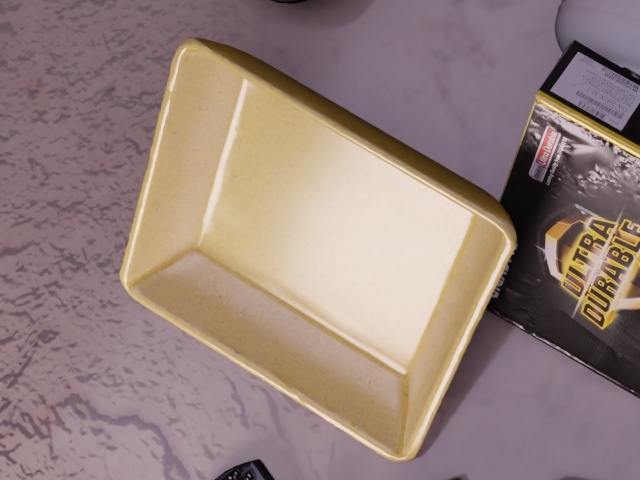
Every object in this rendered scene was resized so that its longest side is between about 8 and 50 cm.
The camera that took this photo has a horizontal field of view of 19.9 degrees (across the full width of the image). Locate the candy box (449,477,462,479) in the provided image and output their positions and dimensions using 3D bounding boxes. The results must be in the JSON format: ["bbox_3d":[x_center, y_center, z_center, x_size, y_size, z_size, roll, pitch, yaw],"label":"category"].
[{"bbox_3d":[0.108,0.323,1.670,0.109,0.053,0.187,-22,81,10],"label":"candy box"}]

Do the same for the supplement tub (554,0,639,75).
[{"bbox_3d":[0.338,-0.230,1.570,0.228,0.228,0.316,22,91,12],"label":"supplement tub"}]

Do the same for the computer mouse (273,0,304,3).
[{"bbox_3d":[-0.067,-0.321,1.741,0.272,0.072,0.188,41,97,23],"label":"computer mouse"}]

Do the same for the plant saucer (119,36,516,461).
[{"bbox_3d":[0.000,0.000,1.627,0.332,0.081,0.333,31,136,11],"label":"plant saucer"}]

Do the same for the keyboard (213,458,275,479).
[{"bbox_3d":[-0.029,0.289,1.707,0.100,0.038,0.192,-38,81,6],"label":"keyboard"}]

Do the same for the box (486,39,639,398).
[{"bbox_3d":[0.272,0.008,1.529,0.257,0.322,0.079,29,60,10],"label":"box"}]
